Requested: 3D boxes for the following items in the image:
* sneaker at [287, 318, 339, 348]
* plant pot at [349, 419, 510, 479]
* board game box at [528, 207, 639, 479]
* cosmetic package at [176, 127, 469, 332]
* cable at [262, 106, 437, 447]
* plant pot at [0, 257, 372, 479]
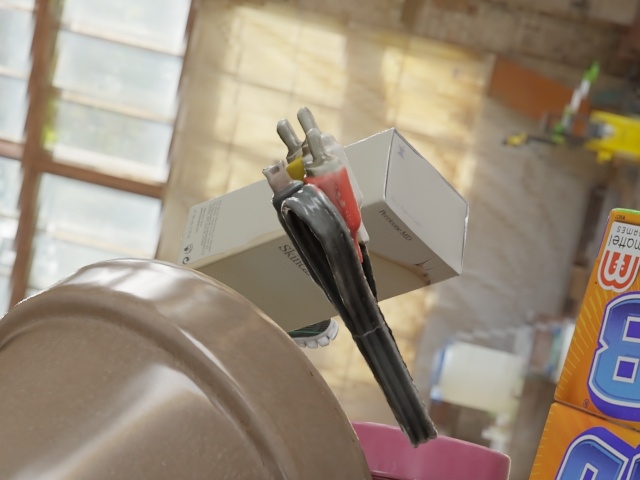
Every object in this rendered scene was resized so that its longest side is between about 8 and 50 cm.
[{"bbox_3d":[-0.063,0.106,2.270,0.065,0.166,0.076,-91,-14,-52],"label":"sneaker"},{"bbox_3d":[0.085,0.293,1.784,0.201,0.201,0.180,93,-172,-78],"label":"plant pot"},{"bbox_3d":[0.426,0.206,1.414,0.356,0.356,0.356,15,89,63],"label":"board game box"},{"bbox_3d":[0.000,0.000,2.012,0.160,0.309,0.113,42,-137,-35],"label":"cosmetic package"},{"bbox_3d":[0.040,0.036,1.323,0.287,0.072,0.139,59,175,-14],"label":"cable"},{"bbox_3d":[-0.135,0.169,0.907,0.229,0.263,0.263,-33,-36,-47],"label":"plant pot"}]
